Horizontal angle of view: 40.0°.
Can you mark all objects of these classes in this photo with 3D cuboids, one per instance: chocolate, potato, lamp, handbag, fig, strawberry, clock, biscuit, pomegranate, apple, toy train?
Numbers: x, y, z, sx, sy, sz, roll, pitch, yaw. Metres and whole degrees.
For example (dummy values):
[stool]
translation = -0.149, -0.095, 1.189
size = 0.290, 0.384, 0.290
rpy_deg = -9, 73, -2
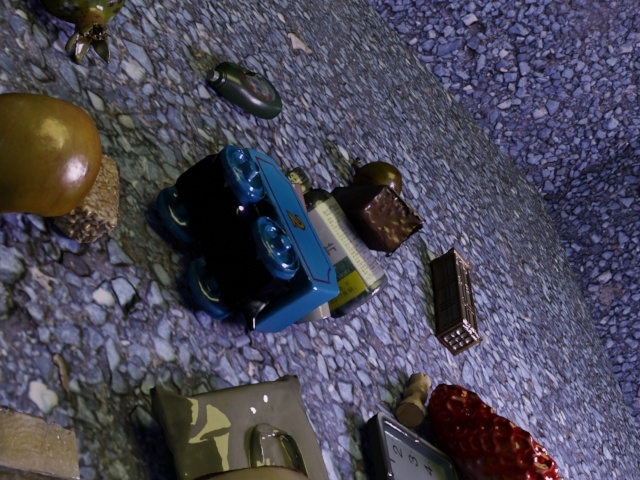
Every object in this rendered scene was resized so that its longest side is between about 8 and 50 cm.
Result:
[chocolate]
translation = 0.090, -0.052, 1.818
size = 0.112, 0.112, 0.321
rpy_deg = 51, -12, -16
[potato]
translation = -0.317, 0.229, 0.933
size = 0.122, 0.061, 0.086
rpy_deg = 31, 32, -46
[lamp]
translation = 0.349, 0.152, 2.284
size = 0.090, 0.089, 0.325
rpy_deg = 45, 26, -24
[handbag]
translation = -0.091, 0.311, 1.207
size = 0.316, 0.109, 0.253
rpy_deg = 11, 55, -60
[fig]
translation = 0.124, -0.169, 2.264
size = 0.124, 0.124, 0.236
rpy_deg = 38, 10, -37
[strawberry]
translation = 0.331, 0.442, 1.779
size = 0.336, 0.149, 0.265
rpy_deg = 44, -14, 8
[clock]
translation = 0.185, 0.476, 1.597
size = 0.279, 0.049, 0.273
rpy_deg = 39, 28, -36
[biscuit]
translation = -0.335, -0.069, 1.270
size = 0.082, 0.070, 0.168
rpy_deg = 43, 24, -37
[pomegranate]
translation = -0.409, -0.407, 1.503
size = 0.156, 0.156, 0.220
rpy_deg = 11, 81, -59
[apple]
translation = -0.372, -0.107, 1.132
size = 0.182, 0.183, 0.155
rpy_deg = 6, 84, -61
[toy train]
translation = -0.114, 0.002, 1.470
size = 0.265, 0.188, 0.300
rpy_deg = 18, 43, -62

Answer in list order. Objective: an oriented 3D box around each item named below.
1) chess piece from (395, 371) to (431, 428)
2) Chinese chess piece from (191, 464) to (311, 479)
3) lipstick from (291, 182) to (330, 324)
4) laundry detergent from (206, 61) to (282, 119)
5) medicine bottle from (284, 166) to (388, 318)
[chess piece]
translation = 0.196, 0.321, 1.817
size = 0.060, 0.060, 0.172
rpy_deg = 54, 21, -6
[Chinese chess piece]
translation = -0.091, 0.359, 0.954
size = 0.257, 0.257, 0.104
rpy_deg = 33, 17, -42
[lipstick]
translation = -0.042, 0.024, 1.627
size = 0.070, 0.070, 0.254
rpy_deg = -4, 80, -64
[laundry detergent]
translation = -0.179, -0.342, 1.937
size = 0.211, 0.063, 0.137
rpy_deg = 14, 43, -54
[medicine bottle]
translation = 0.000, 0.000, 1.737
size = 0.293, 0.141, 0.141
rpy_deg = 56, 23, -1
